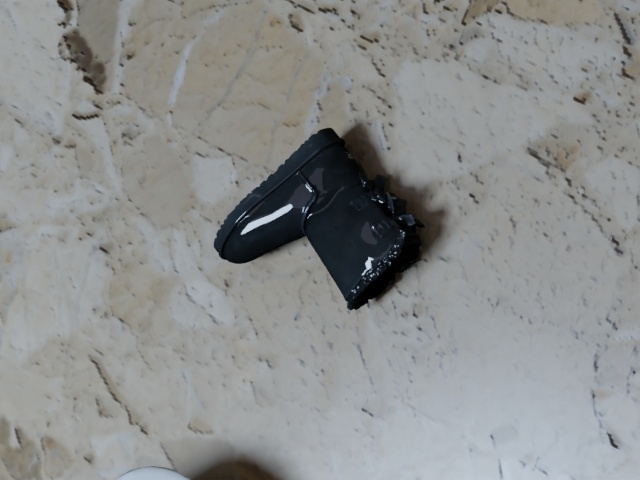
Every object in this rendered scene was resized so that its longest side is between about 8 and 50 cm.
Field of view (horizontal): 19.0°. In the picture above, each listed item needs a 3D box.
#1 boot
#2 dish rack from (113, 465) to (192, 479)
[{"bbox_3d":[0.000,0.000,1.190,0.121,0.045,0.099,-44,70,19],"label":"boot"},{"bbox_3d":[-0.137,0.330,1.225,0.333,0.072,0.286,-34,72,23],"label":"dish rack"}]
